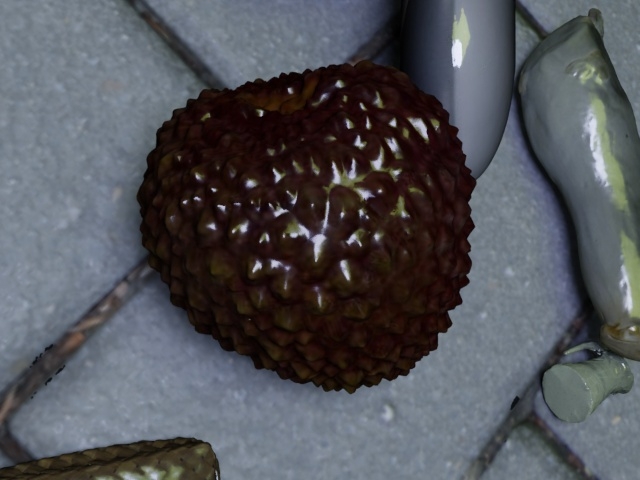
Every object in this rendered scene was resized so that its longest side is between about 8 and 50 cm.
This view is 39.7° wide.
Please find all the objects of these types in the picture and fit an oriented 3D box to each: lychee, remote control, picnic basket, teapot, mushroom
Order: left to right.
[{"bbox_3d":[-0.157,0.207,0.645,0.193,0.055,0.110,-5,79,-26],"label":"picnic basket"},{"bbox_3d":[0.000,0.000,0.675,0.271,0.271,0.272,6,75,-22],"label":"lychee"},{"bbox_3d":[0.123,-0.210,0.790,0.103,0.221,0.332,-1,74,11],"label":"remote control"},{"bbox_3d":[0.258,0.131,0.845,0.083,0.057,0.067,-14,86,-33],"label":"teapot"},{"bbox_3d":[0.276,-0.057,0.865,0.109,0.097,0.352,-2,73,-41],"label":"mushroom"}]
